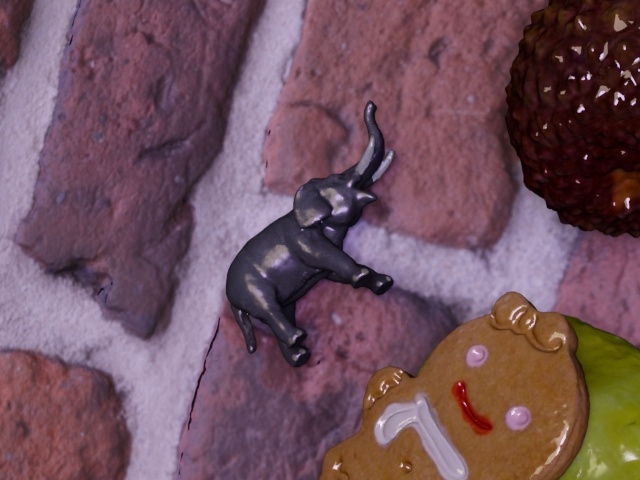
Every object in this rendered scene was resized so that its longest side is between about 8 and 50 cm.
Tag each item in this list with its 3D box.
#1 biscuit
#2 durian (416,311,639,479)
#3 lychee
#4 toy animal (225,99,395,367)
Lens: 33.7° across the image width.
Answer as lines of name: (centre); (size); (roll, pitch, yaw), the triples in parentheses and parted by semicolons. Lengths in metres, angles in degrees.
biscuit: (0.100, 0.151, 0.792); (0.249, 0.035, 0.184); (-43, 46, 16)
durian: (0.202, 0.196, 0.832); (0.256, 0.204, 0.339); (-21, 66, 25)
lychee: (0.275, -0.137, 0.864); (0.271, 0.271, 0.271); (-6, 76, 25)
toy animal: (0.008, 0.004, 1.039); (0.137, 0.082, 0.269); (43, 99, 26)
